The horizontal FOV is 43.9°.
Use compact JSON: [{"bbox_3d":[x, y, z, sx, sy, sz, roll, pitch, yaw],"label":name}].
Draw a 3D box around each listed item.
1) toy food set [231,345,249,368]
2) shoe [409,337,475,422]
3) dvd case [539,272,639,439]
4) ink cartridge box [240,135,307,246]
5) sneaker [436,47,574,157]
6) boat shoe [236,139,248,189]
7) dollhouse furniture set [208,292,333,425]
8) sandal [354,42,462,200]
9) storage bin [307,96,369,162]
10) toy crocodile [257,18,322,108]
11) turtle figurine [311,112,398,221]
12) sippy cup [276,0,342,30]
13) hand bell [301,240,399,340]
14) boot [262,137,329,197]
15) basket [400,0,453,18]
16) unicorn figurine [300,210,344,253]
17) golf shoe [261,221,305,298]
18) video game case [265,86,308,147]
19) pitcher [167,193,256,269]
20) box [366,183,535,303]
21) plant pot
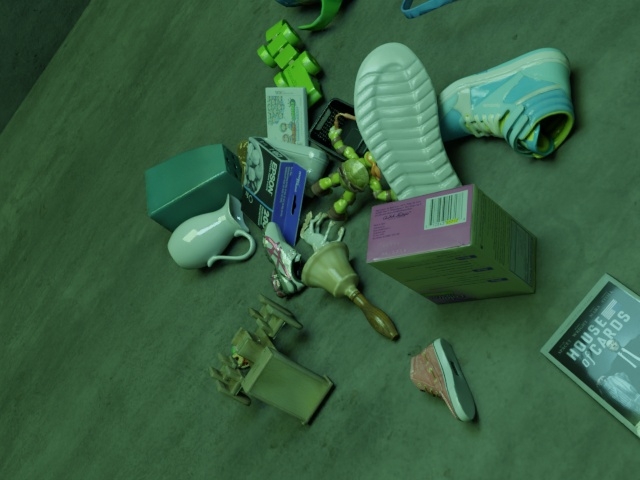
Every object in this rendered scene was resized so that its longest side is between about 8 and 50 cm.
[{"bbox_3d":[-0.178,0.258,1.858,0.083,0.020,0.083,-20,55,34],"label":"toy food set"},{"bbox_3d":[0.222,0.270,1.464,0.081,0.063,0.178,-38,42,23],"label":"shoe"},{"bbox_3d":[0.496,0.185,1.283,0.179,0.029,0.238,-52,45,7],"label":"dvd case"},{"bbox_3d":[-0.118,-0.117,1.910,0.208,0.045,0.206,39,130,42],"label":"ink cartridge box"},{"bbox_3d":[0.351,-0.232,1.571,0.319,0.127,0.208,-25,52,32],"label":"sneaker"},{"bbox_3d":[-0.171,-0.176,2.060,0.063,0.059,0.170,-15,79,28],"label":"boat shoe"},{"bbox_3d":[-0.101,0.272,1.723,0.212,0.161,0.242,-56,25,3],"label":"dollhouse furniture set"},{"bbox_3d":[0.180,-0.198,1.639,0.169,0.102,0.417,-18,86,9],"label":"sandal"},{"bbox_3d":[0.071,-0.246,1.861,0.180,0.084,0.122,36,93,46],"label":"storage bin"},{"bbox_3d":[-0.072,-0.470,2.111,0.115,0.105,0.341,-41,51,18],"label":"toy crocodile"},{"bbox_3d":[0.081,-0.127,1.736,0.087,0.269,0.217,-44,0,-44],"label":"turtle figurine"},{"bbox_3d":[-0.036,-0.738,2.139,0.224,0.240,0.306,-2,57,53],"label":"sippy cup"},{"bbox_3d":[0.079,0.124,1.658,0.126,0.126,0.242,-50,56,9],"label":"hand bell"},{"bbox_3d":[-0.093,-0.176,1.965,0.258,0.095,0.123,17,85,49],"label":"boot"},{"bbox_3d":[0.314,-0.627,1.762,0.254,0.201,0.289,-10,52,37],"label":"basket"},{"bbox_3d":[0.000,0.000,1.819,0.111,0.060,0.162,-57,28,7],"label":"unicorn figurine"},{"bbox_3d":[-0.081,0.038,1.851,0.086,0.067,0.186,-23,71,19],"label":"golf shoe"},{"bbox_3d":[-0.086,-0.312,2.030,0.143,0.019,0.157,10,108,44],"label":"video game case"},{"bbox_3d":[-0.274,0.006,2.023,0.207,0.125,0.178,-33,64,10],"label":"pitcher"},{"bbox_3d":[0.243,0.015,1.448,0.213,0.243,0.117,-12,60,38],"label":"box"},{"bbox_3d":[-0.318,-0.140,2.105,0.234,0.165,0.166,-28,51,19],"label":"plant pot"}]
